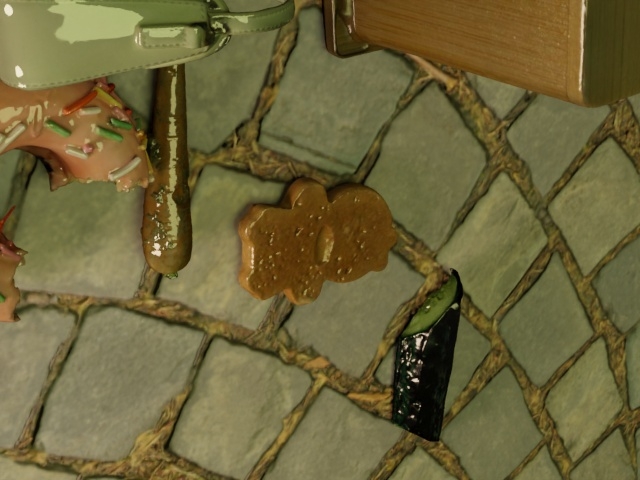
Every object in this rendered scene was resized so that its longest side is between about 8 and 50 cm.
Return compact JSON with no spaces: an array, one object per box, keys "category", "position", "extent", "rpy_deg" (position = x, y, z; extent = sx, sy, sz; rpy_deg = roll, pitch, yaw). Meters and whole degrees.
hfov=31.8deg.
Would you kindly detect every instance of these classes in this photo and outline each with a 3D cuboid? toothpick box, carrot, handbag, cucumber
[{"category":"toothpick box","position":[0.159,-0.231,0.956],"extent":[0.190,0.308,0.187],"rpy_deg":[-19,120,-30]},{"category":"carrot","position":[-0.133,-0.086,0.988],"extent":[0.049,0.049,0.254],"rpy_deg":[-7,110,-32]},{"category":"handbag","position":[-0.140,-0.180,0.804],"extent":[0.219,0.256,0.079],"rpy_deg":[-11,117,-23]},{"category":"cucumber","position":[0.119,0.139,1.262],"extent":[0.070,0.046,0.220],"rpy_deg":[-6,114,-24]}]

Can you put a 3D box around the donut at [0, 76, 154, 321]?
[{"category":"donut","position":[-0.249,-0.050,0.897],"extent":[0.233,0.085,0.199],"rpy_deg":[-49,128,-8]}]

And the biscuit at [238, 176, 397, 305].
[{"category":"biscuit","position":[-0.003,-0.004,1.122],"extent":[0.184,0.027,0.133],"rpy_deg":[-25,121,-26]}]
